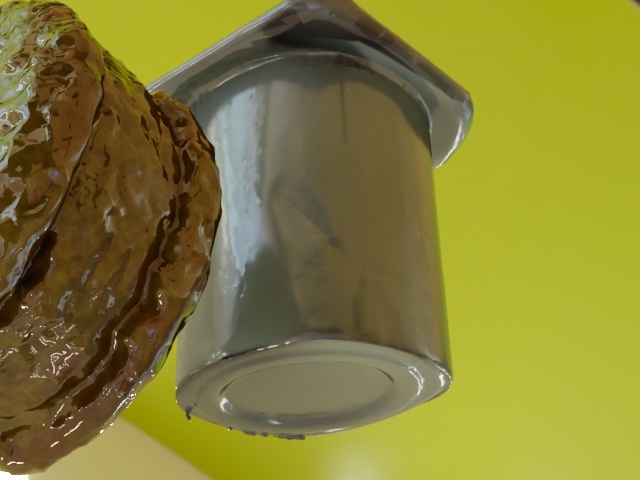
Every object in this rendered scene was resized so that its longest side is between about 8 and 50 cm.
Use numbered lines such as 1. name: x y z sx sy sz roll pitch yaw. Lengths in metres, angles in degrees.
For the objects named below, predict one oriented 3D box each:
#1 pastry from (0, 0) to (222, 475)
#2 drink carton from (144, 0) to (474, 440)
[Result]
1. pastry: -0.128 -0.002 0.401 0.103 0.189 0.189 38 -172 -40
2. drink carton: 0.000 0.000 0.577 0.191 0.185 0.190 28 -134 -45
